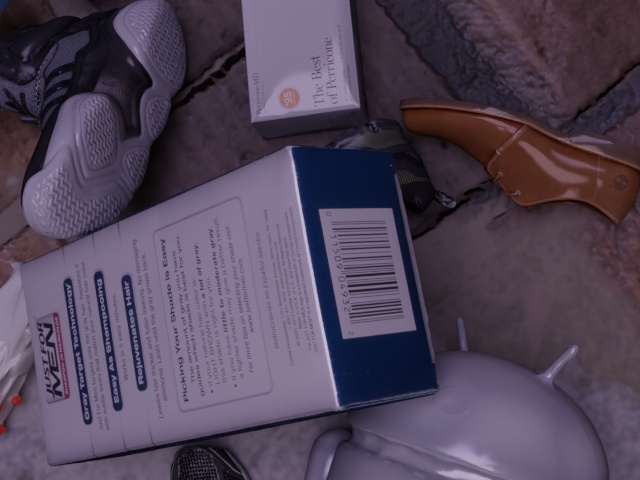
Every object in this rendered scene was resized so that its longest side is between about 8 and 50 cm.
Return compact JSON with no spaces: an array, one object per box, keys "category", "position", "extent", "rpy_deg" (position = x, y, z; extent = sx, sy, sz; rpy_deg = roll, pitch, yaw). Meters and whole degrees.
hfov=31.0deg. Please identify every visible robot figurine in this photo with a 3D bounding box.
[{"category":"robot figurine","position":[0.089,0.233,0.847],"extent":[0.300,0.200,0.353],"rpy_deg":[14,83,41]}]

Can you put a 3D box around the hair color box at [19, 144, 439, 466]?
[{"category":"hair color box","position":[-0.085,0.061,0.864],"extent":[0.347,0.105,0.174],"rpy_deg":[-19,77,44]}]

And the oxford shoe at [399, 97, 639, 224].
[{"category":"oxford shoe","position":[0.159,-0.068,0.956],"extent":[0.212,0.076,0.076],"rpy_deg":[19,94,13]}]

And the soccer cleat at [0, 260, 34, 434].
[{"category":"soccer cleat","position":[-0.293,0.109,1.014],"extent":[0.076,0.068,0.196],"rpy_deg":[33,86,29]}]

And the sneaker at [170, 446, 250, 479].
[{"category":"sneaker","position":[-0.084,0.252,0.939],"extent":[0.072,0.077,0.178],"rpy_deg":[-18,77,6]}]

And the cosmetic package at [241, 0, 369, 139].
[{"category":"cosmetic package","position":[-0.020,-0.216,1.019],"extent":[0.099,0.060,0.239],"rpy_deg":[-8,79,10]}]

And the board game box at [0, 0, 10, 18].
[{"category":"board game box","position":[-0.382,-0.168,1.005],"extent":[0.160,0.039,0.211],"rpy_deg":[27,88,8]}]

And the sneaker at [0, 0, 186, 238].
[{"category":"sneaker","position":[-0.222,-0.104,0.988],"extent":[0.153,0.101,0.268],"rpy_deg":[0,46,21]}]

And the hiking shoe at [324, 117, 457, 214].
[{"category":"hiking shoe","position":[0.000,0.000,0.964],"extent":[0.227,0.086,0.114],"rpy_deg":[-39,74,2]}]
